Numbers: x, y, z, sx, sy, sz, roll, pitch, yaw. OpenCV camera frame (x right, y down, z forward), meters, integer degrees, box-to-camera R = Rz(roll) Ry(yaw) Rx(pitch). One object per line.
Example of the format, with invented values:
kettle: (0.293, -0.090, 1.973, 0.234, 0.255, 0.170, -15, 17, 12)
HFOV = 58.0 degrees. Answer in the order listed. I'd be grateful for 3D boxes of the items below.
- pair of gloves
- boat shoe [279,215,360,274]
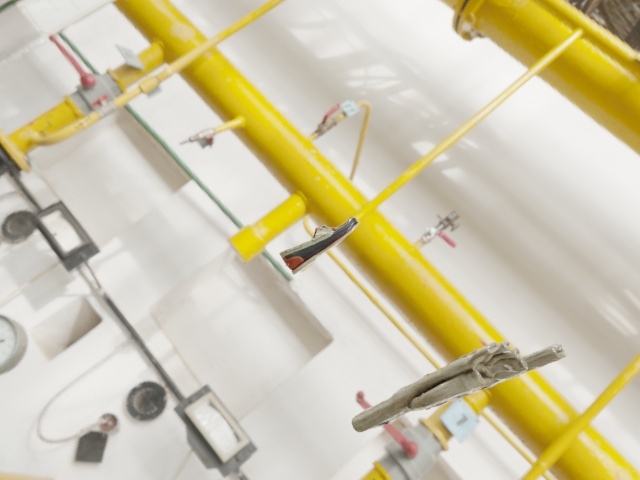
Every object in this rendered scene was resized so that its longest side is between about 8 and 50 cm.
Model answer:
pair of gloves: (0.170, 0.165, 0.692, 0.240, 0.204, 0.042, 7, 56, -51)
boat shoe: (0.000, 0.000, 0.911, 0.043, 0.137, 0.049, 54, -4, 5)
